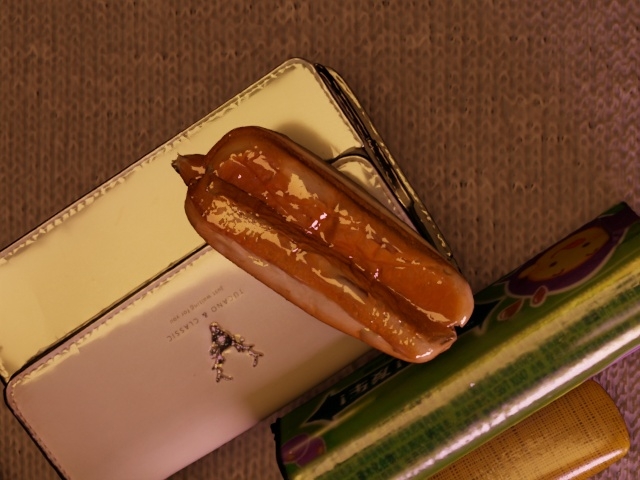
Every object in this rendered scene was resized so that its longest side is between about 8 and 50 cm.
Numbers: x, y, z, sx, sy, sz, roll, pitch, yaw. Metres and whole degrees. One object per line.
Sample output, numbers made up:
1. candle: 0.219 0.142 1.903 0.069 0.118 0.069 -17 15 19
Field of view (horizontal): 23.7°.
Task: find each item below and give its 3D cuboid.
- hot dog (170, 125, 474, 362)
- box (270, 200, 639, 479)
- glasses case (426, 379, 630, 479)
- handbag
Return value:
1. hot dog: 0.000 0.000 1.131 0.249 0.076 0.102 33 87 -4
2. box: 0.127 0.106 1.213 0.345 0.134 0.097 -33 103 6
3. glasses case: 0.141 0.193 1.248 0.234 0.064 0.079 -30 64 11
4. handbag: -0.088 0.039 1.258 0.358 0.160 0.236 -33 90 8
